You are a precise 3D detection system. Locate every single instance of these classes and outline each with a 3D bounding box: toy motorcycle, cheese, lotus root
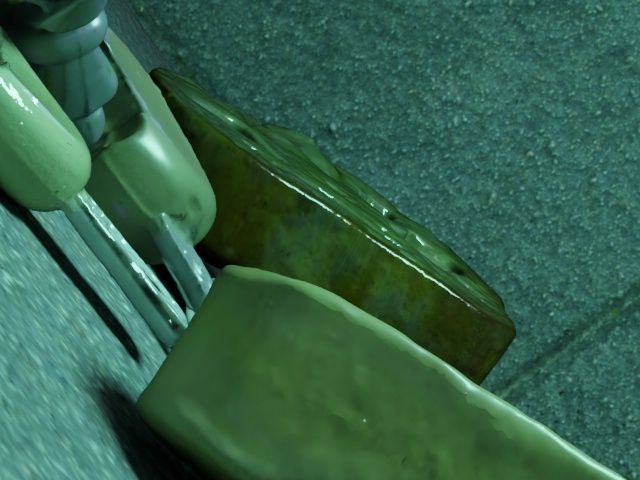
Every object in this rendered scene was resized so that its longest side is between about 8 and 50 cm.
[{"bbox_3d":[-0.169,-0.129,1.081,0.152,0.073,0.225,62,-21,1],"label":"toy motorcycle"},{"bbox_3d":[-0.115,-0.032,1.189,0.286,0.082,0.163,57,5,35],"label":"cheese"},{"bbox_3d":[-0.148,-0.038,0.993,0.235,0.050,0.127,54,0,-16],"label":"cheese"},{"bbox_3d":[0.000,0.000,1.448,0.375,0.111,0.390,40,8,35],"label":"lotus root"},{"bbox_3d":[0.112,0.176,0.920,0.384,0.104,0.384,33,-11,7],"label":"cheese"}]

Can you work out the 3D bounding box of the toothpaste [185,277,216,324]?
[{"bbox_3d":[-0.072,0.054,1.311,0.071,0.045,0.193,54,-3,5],"label":"toothpaste"}]
